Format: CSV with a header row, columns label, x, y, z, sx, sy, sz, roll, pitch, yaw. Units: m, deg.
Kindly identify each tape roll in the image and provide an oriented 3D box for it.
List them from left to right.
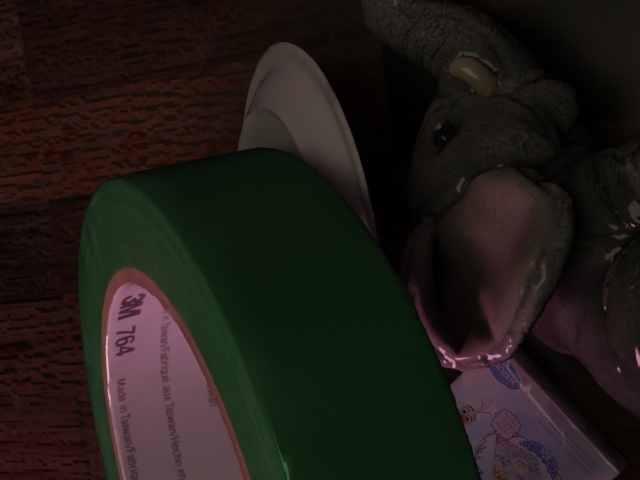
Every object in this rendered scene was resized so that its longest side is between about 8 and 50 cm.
label,x,y,z,sx,sy,sz,roll,pitch,yaw
tape roll,-0.030,0.120,0.575,0.321,0.077,0.321,43,140,51

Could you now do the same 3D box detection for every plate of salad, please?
label,x,y,z,sx,sy,sz,roll,pitch,yaw
plate of salad,0.000,0.000,0.615,0.200,0.048,0.200,171,90,-70

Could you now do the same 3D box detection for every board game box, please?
label,x,y,z,sx,sy,sz,roll,pitch,yaw
board game box,0.095,0.111,0.633,0.090,0.020,0.090,48,118,16

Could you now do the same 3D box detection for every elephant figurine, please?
label,x,y,z,sx,sy,sz,roll,pitch,yaw
elephant figurine,0.108,-0.008,0.552,0.239,0.186,0.169,8,144,39
